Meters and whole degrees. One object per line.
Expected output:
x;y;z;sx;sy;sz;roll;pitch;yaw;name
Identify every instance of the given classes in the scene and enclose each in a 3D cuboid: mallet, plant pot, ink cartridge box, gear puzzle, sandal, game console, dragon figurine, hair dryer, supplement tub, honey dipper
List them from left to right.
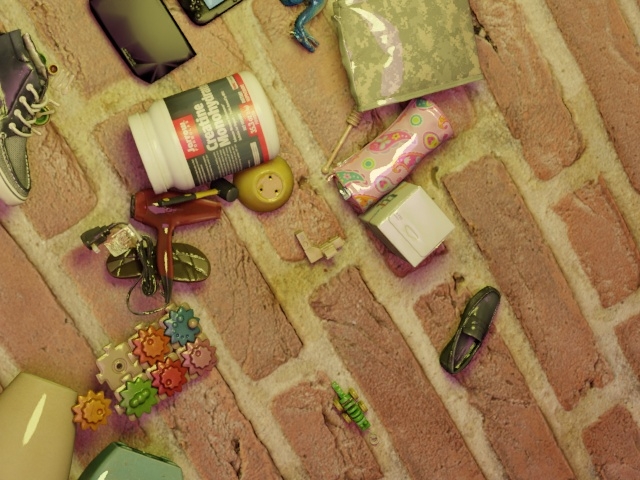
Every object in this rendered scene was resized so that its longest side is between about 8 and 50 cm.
-0.610;0.420;1.857;0.256;0.256;0.274;24;77;-14;plant pot
-0.414;0.569;1.912;0.247;0.248;0.252;22;76;-14;plant pot
-0.377;0.278;1.908;0.339;0.044;0.176;-33;105;-25;gear puzzle
-0.342;0.057;1.923;0.219;0.060;0.090;-4;68;-2;sandal
-0.330;-0.002;1.889;0.293;0.080;0.224;-39;96;-18;hair dryer
-0.275;-0.499;1.857;0.361;0.044;0.213;-34;104;-5;game console
-0.249;-0.089;1.868;0.189;0.062;0.039;-24;135;-49;mallet
-0.234;-0.217;1.835;0.272;0.191;0.191;-21;103;-8;supplement tub
-0.116;-0.120;1.924;0.134;0.095;0.134;-2;100;-10;plant pot
-0.049;-0.538;1.873;0.144;0.085;0.289;-31;105;-5;dragon figurine
0.045;-0.217;1.977;0.030;0.030;0.161;30;97;-14;honey dipper
0.184;-0.040;1.956;0.127;0.176;0.128;-44;105;-2;ink cartridge box

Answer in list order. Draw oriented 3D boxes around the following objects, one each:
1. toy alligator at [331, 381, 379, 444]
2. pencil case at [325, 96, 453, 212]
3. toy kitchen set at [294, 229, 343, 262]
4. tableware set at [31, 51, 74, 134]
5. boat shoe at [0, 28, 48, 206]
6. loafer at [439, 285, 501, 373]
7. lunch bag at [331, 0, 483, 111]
0.086;0.403;2.074;0.056;0.051;0.190;-36;104;-3;toy alligator
0.151;-0.186;1.955;0.284;0.124;0.124;-41;104;-1;pencil case
0.000;0.000;1.981;0.083;0.068;0.075;-30;104;-6;toy kitchen set
-0.579;-0.299;1.838;0.104;0.024;0.154;31;93;-14;tableware set
-0.597;-0.248;1.762;0.158;0.127;0.341;-19;93;5;boat shoe
0.353;0.210;2.082;0.076;0.078;0.223;30;92;-15;loafer
0.168;-0.412;1.890;0.286;0.169;0.235;-17;102;-17;lunch bag
